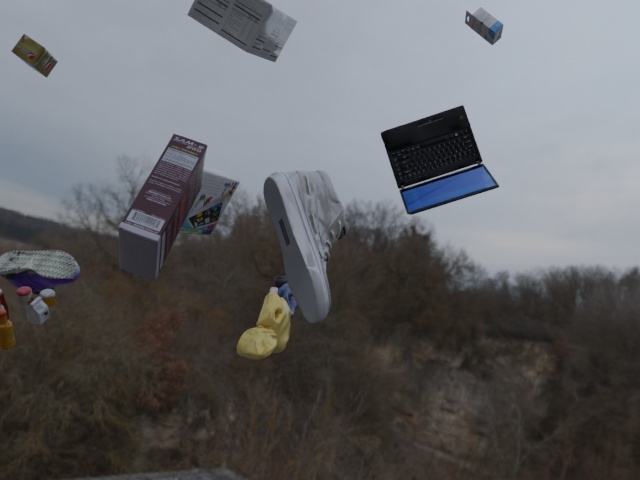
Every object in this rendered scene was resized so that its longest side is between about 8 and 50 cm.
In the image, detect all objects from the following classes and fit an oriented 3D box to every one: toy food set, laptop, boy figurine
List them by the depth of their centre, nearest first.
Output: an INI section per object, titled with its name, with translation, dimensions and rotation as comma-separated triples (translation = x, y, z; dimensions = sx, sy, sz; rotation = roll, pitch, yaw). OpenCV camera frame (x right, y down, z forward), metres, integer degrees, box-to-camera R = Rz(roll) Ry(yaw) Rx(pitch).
[boy figurine]
translation = -0.121, 0.214, 1.603
dimensions = 0.092, 0.177, 0.285
rotation = 6, 34, 18
[toy food set]
translation = -0.777, 0.167, 1.613
dimensions = 0.111, 0.104, 0.232
rotation = 11, 28, 9
[laptop]
translation = 0.298, -0.211, 1.615
dimensions = 0.235, 0.264, 0.136
rotation = -17, -9, 7

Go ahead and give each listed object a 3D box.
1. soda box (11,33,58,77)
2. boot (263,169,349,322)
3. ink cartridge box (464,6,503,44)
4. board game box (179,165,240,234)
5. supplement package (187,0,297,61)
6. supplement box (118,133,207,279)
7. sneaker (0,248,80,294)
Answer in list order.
[soda box]
translation = -0.754, -0.487, 1.665
dimensions = 0.061, 0.058, 0.181
rotation = 34, -4, -13
[boot]
translation = 0.000, 0.000, 1.045
dimensions = 0.124, 0.258, 0.095
rotation = -12, -9, -28
[ink cartridge box]
translation = 0.350, -0.464, 1.346
dimensions = 0.083, 0.028, 0.048
rotation = 47, -6, 18
[board game box]
translation = -0.339, -0.111, 1.739
dimensions = 0.053, 0.192, 0.305
rotation = 32, 6, 12
[supplement package]
translation = -0.215, -0.635, 1.792
dimensions = 0.204, 0.145, 0.262
rotation = 34, 15, 6
[supplement box]
translation = -0.283, -0.064, 1.139
dimensions = 0.073, 0.239, 0.130
rotation = 20, -39, -3
[sneaker]
translation = -0.854, 0.110, 1.953
dimensions = 0.294, 0.102, 0.146
rotation = 4, -42, 19
